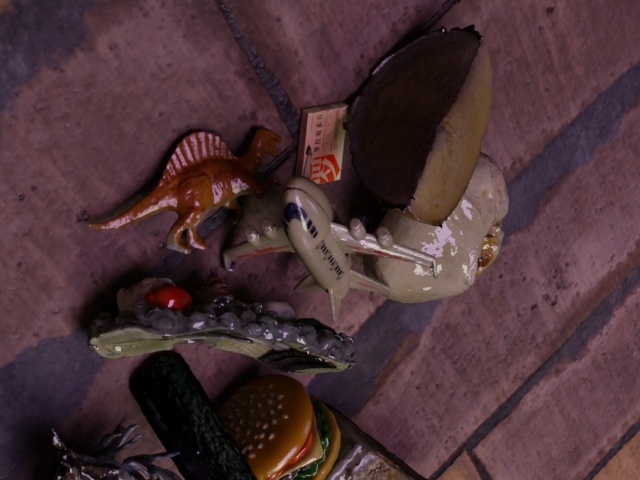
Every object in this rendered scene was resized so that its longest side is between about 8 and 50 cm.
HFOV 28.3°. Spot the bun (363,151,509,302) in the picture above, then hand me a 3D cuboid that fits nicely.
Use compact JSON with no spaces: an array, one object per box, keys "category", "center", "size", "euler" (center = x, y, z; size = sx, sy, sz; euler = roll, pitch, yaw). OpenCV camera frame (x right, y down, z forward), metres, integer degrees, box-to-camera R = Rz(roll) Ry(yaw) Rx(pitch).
[{"category":"bun","center":[0.154,-0.004,1.504],"size":[0.222,0.127,0.222],"euler":[-40,163,-15]}]

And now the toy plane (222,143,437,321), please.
[{"category":"toy plane","center":[0.000,0.000,1.354],"size":[0.256,0.241,0.104],"euler":[72,24,-52]}]

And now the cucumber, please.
[{"category":"cucumber","center":[-0.125,0.242,1.408],"size":[0.074,0.241,0.074],"euler":[-31,164,-10]}]

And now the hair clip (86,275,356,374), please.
[{"category":"hair clip","center":[-0.101,0.090,1.401],"size":[0.321,0.138,0.091],"euler":[13,69,-44]}]

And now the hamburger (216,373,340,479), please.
[{"category":"hamburger","center":[-0.059,0.238,1.496],"size":[0.162,0.162,0.115],"euler":[-47,127,-7]}]

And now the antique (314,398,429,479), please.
[{"category":"antique","center":[0.049,0.315,1.654],"size":[0.150,0.125,0.284],"euler":[-46,136,-9]}]

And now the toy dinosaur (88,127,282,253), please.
[{"category":"toy dinosaur","center":[-0.128,-0.059,1.323],"size":[0.212,0.057,0.142],"euler":[7,100,-45]}]

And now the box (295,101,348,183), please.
[{"category":"box","center":[0.001,-0.107,1.429],"size":[0.058,0.015,0.093],"euler":[-15,124,-36]}]

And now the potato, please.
[{"category":"potato","center":[0.104,-0.115,1.406],"size":[0.098,0.138,0.243],"euler":[50,57,-45]}]

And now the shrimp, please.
[{"category":"shrimp","center":[-0.217,0.330,1.412],"size":[0.166,0.221,0.411],"euler":[-4,141,-10]}]
